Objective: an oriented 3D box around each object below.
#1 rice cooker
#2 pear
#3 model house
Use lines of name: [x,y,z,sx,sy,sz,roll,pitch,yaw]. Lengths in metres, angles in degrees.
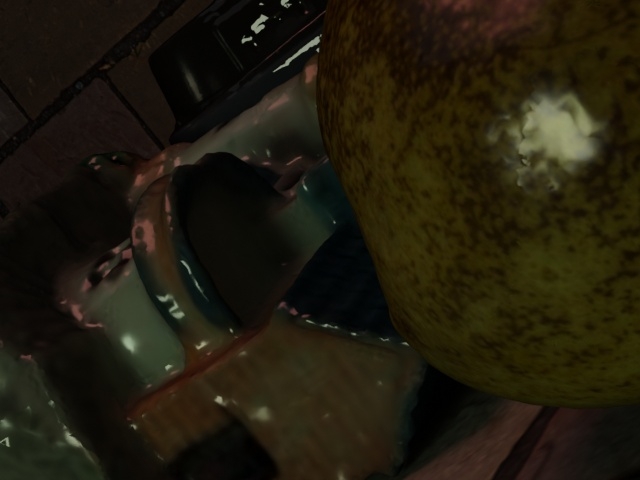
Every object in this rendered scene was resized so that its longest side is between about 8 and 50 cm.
rice cooker: [0.040,-0.096,0.993,0.267,0.224,0.267,-37,7,5]
pear: [0.090,-0.040,0.517,0.197,0.197,0.197,-38,7,6]
model house: [0.000,0.000,0.759,0.325,0.194,0.267,-32,9,27]
